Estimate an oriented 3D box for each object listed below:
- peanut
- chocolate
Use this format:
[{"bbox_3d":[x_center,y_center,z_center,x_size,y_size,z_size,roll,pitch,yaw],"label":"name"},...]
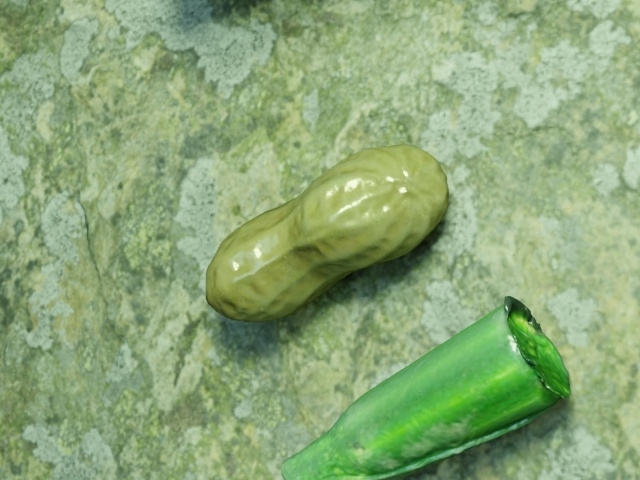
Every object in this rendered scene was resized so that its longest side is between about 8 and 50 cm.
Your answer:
[{"bbox_3d":[0.000,0.000,1.341,0.274,0.125,0.111,-32,89,20],"label":"peanut"},{"bbox_3d":[0.089,0.168,1.292,0.291,0.110,0.110,-33,70,22],"label":"chocolate"}]
